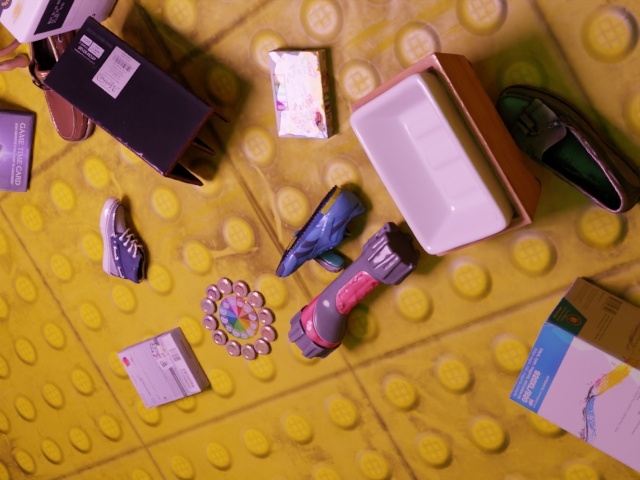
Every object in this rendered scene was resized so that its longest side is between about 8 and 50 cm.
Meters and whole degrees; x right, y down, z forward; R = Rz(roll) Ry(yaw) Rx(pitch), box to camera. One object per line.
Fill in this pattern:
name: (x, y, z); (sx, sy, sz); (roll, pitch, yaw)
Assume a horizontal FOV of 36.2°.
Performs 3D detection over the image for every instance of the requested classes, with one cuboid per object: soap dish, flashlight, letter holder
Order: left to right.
letter holder: (-0.322, -0.251, 1.834); (0.301, 0.214, 0.152); (37, 94, 14)
flashlight: (0.061, 0.102, 1.769); (0.103, 0.103, 0.304); (33, 129, -17)
soap dish: (0.196, -0.134, 1.531); (0.291, 0.118, 0.229); (59, 146, -4)

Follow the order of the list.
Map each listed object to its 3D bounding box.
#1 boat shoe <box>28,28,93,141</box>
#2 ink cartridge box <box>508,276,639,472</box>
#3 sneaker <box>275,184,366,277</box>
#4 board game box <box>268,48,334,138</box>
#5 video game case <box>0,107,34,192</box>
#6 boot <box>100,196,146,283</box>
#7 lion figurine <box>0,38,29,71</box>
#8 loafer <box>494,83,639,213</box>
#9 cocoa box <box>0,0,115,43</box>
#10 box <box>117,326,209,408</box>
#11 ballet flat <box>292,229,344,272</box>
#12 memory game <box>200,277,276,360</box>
boat shoe: (-0.529, -0.335, 1.935); (0.110, 0.104, 0.307); (9, 116, 29)
ink cartridge box: (0.451, 0.206, 1.523); (0.232, 0.171, 0.168); (29, 124, 19)
sneaker: (0.000, 0.000, 1.756); (0.082, 0.069, 0.209); (35, 109, -12)
board game box: (-0.033, -0.256, 1.708); (0.103, 0.026, 0.154); (6, 114, 31)
video game case: (-0.758, -0.198, 2.077); (0.026, 0.274, 0.196); (-113, 33, -51)
boot: (-0.405, 0.000, 2.043); (0.086, 0.069, 0.190); (18, 128, 16)
lion figurine: (-0.796, -0.368, 2.003); (0.392, 0.240, 0.142); (-8, 107, 34)
loafer: (0.370, -0.139, 1.471); (0.267, 0.084, 0.096); (39, 127, 11)
cocoa box: (-0.456, -0.562, 1.704); (0.228, 0.231, 0.347); (46, 128, 7)
box: (-0.346, 0.282, 2.144); (0.186, 0.038, 0.145); (-24, 97, 36)
ballet flat: (-0.006, 0.025, 1.815); (0.114, 0.041, 0.041); (35, 125, 16)
memory game: (-0.169, 0.161, 1.994); (0.186, 0.012, 0.186); (14, 118, 27)
